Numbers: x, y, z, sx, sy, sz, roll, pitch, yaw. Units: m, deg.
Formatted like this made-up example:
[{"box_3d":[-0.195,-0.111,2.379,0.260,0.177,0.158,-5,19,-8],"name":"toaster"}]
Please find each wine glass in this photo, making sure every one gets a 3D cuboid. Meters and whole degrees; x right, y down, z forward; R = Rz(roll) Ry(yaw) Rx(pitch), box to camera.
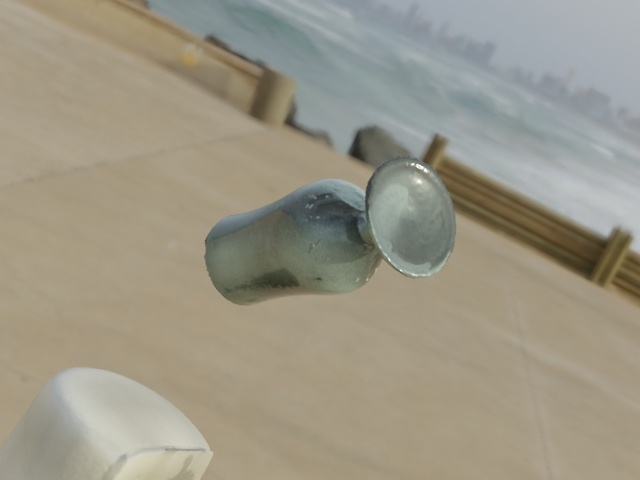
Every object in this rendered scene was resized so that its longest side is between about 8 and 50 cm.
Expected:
[{"box_3d":[0.000,0.000,1.109,0.103,0.103,0.231,18,-22,-39],"name":"wine glass"}]

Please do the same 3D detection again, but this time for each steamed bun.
[{"box_3d":[-0.241,0.229,1.385,0.164,0.146,0.242,38,7,22],"name":"steamed bun"}]
